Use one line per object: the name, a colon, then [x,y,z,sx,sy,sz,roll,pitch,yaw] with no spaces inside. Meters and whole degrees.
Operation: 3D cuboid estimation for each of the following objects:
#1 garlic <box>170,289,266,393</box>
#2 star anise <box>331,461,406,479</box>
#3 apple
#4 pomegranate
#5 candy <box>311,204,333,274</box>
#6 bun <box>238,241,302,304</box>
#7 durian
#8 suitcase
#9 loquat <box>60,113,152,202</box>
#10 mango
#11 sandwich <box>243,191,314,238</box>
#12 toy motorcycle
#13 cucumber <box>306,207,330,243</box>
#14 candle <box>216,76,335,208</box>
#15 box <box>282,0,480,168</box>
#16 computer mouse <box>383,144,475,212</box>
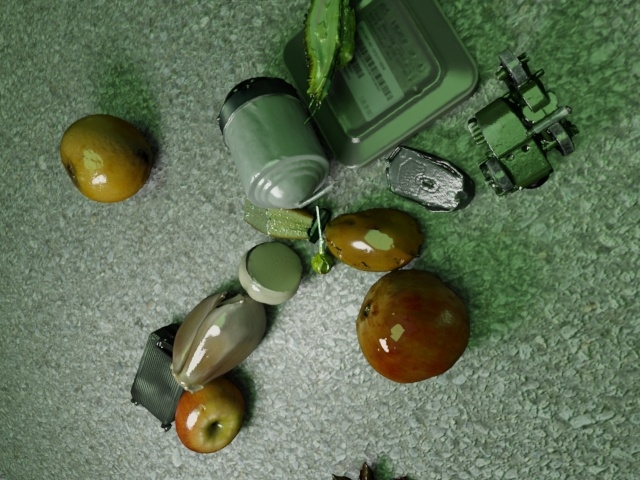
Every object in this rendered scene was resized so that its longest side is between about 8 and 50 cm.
garlic: [-0.297,0.232,1.258,0.231,0.245,0.340,43,121,30]
star anise: [0.134,0.733,1.210,0.288,0.088,0.288,3,103,12]
apple: [-0.338,0.519,1.341,0.173,0.210,0.235,34,102,50]
pomegranate: [0.218,0.202,1.007,0.270,0.229,0.252,28,103,-15]
candy: [0.000,0.000,1.143,0.058,0.062,0.194,-12,116,-14]
bun: [-0.141,0.097,1.195,0.173,0.172,0.120,50,140,10]
durian: [0.012,-0.441,0.960,0.132,0.106,0.375,7,100,23]
suitcase: [-0.489,0.438,1.434,0.202,0.128,0.312,30,110,19]
loquat: [-0.645,-0.244,1.328,0.263,0.263,0.263,5,101,25]
mango: [0.123,-0.008,1.069,0.248,0.151,0.156,7,70,31]
sandwich: [-0.139,-0.080,1.179,0.258,0.096,0.094,29,122,33]
toy motorcycle: [0.397,-0.232,0.905,0.205,0.127,0.275,-33,91,27]
cucumber: [-0.009,-0.043,1.169,0.048,0.048,0.105,37,109,16]
candle: [-0.105,-0.206,1.052,0.221,0.221,0.343,-34,64,26]
box: [0.126,-0.402,1.019,0.373,0.090,0.367,-32,84,28]
computer mouse: [0.248,-0.143,1.017,0.231,0.071,0.126,27,124,30]
